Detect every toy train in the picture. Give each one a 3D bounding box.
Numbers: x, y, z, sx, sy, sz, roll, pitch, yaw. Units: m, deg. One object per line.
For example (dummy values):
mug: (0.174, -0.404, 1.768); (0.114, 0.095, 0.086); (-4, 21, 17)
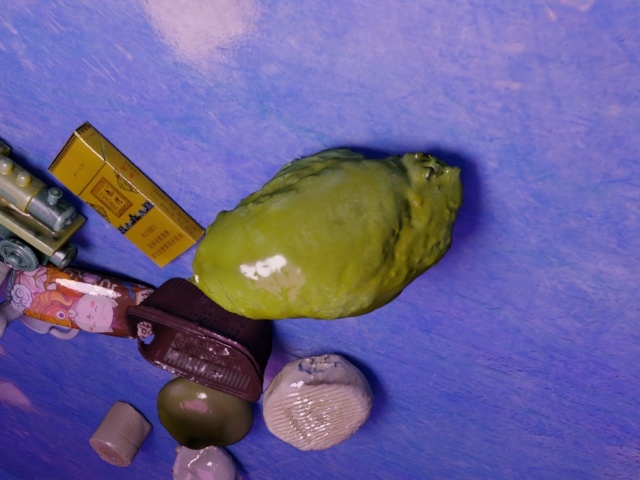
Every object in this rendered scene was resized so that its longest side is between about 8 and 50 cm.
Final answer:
toy train: (-0.616, -0.098, 1.192); (0.369, 0.150, 0.237); (36, 133, -8)

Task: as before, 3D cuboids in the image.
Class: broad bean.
broad bean: (-0.281, 0.417, 1.500); (0.238, 0.119, 0.291); (24, 137, -7)

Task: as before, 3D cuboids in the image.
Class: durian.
durian: (0.000, 0.000, 0.827); (0.256, 0.340, 0.204); (31, 151, 48)

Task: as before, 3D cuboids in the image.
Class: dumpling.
dumpling: (-0.327, 0.662, 1.758); (0.247, 0.173, 0.142); (59, 163, -21)

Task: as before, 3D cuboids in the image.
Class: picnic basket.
picnic basket: (-0.224, 0.191, 1.247); (0.297, 0.129, 0.222); (16, 139, 18)

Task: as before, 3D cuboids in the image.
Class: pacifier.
pacifier: (-0.685, 0.160, 1.416); (0.287, 0.226, 0.238); (-9, 111, 41)

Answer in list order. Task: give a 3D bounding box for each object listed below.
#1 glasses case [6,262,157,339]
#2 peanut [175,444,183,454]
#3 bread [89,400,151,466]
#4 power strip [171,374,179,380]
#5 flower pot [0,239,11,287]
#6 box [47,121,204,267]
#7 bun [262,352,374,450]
glasses case: (-0.493, 0.125, 1.312); (0.321, 0.082, 0.122); (14, 103, -8)
peanut: (-0.420, 0.659, 1.907); (0.037, 0.037, 0.083); (3, 137, 29)
bread: (-0.590, 0.576, 1.846); (0.134, 0.141, 0.148); (11, 137, 17)
power strip: (-0.332, 0.336, 1.534); (0.060, 0.027, 0.252); (29, 140, 1)
flower pot: (-0.770, 0.072, 1.264); (0.190, 0.209, 0.239); (33, -176, -30)
box: (-0.353, -0.074, 1.130); (0.279, 0.041, 0.153); (44, 139, -15)
bun: (-0.001, 0.304, 1.219); (0.221, 0.134, 0.220); (-4, 123, -6)
